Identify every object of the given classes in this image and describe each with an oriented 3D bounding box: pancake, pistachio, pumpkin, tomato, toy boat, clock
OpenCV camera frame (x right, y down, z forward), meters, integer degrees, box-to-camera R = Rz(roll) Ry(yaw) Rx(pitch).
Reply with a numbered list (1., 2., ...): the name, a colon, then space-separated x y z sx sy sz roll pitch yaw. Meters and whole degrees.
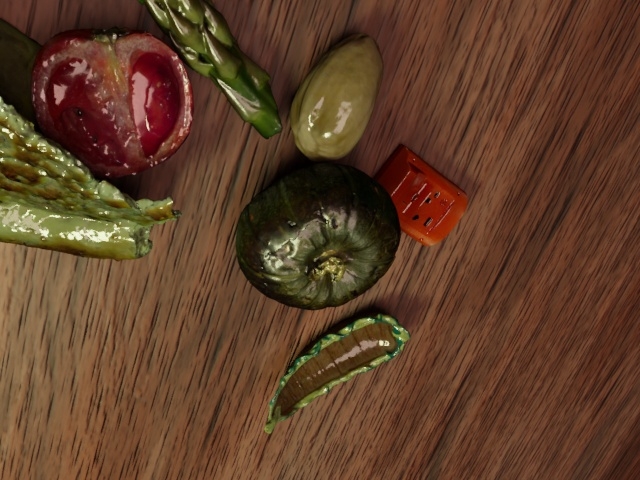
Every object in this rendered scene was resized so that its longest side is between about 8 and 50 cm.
1. pancake: -0.368 -0.065 0.668 0.305 0.066 0.427 -11 148 31
2. pistachio: 0.028 -0.192 0.818 0.126 0.108 0.185 10 109 -54
3. pumpkin: 0.000 0.002 0.857 0.238 0.159 0.238 -8 137 -7
4. tomato: -0.255 -0.169 0.721 0.189 0.099 0.173 -18 124 -34
5. toy boat: 0.014 0.216 1.037 0.293 0.099 0.108 -32 122 -11
6. clock: 0.156 -0.063 0.958 0.155 0.061 0.113 29 104 -32

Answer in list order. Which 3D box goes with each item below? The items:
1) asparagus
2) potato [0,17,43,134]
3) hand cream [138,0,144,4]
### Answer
1. asparagus: -0.136 -0.243 0.745 0.080 0.080 0.287 -42 132 5
2. potato: -0.403 -0.173 0.668 0.272 0.111 0.160 34 103 -30
3. hand cream: -0.178 -0.332 0.713 0.122 0.023 0.036 -45 142 6
